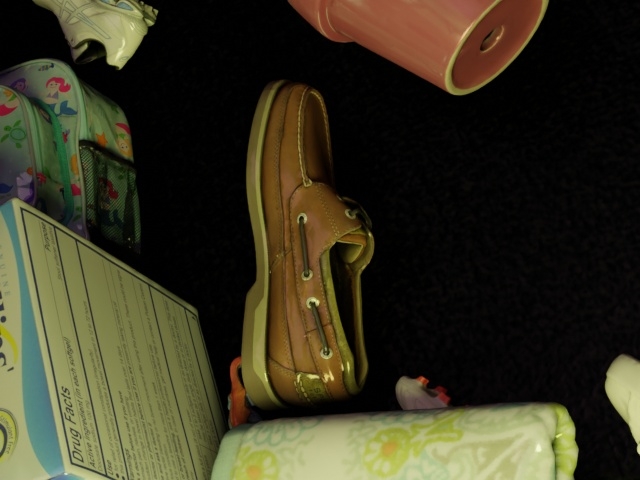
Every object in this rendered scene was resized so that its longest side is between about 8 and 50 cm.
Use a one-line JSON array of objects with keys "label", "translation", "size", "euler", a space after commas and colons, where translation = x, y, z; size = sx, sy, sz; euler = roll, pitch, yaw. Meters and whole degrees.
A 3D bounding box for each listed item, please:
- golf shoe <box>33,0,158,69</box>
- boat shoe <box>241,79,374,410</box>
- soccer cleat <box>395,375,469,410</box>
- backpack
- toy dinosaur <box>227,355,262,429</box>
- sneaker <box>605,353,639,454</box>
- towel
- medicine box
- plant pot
[{"label": "golf shoe", "translation": [-0.258, -0.233, 1.825], "size": [0.176, 0.069, 0.086], "euler": [21, 87, 38]}, {"label": "boat shoe", "translation": [0.000, 0.000, 1.535], "size": [0.104, 0.111, 0.307], "euler": [-7, 75, 26]}, {"label": "soccer cleat", "translation": [0.115, 0.185, 1.394], "size": [0.076, 0.068, 0.196], "euler": [-50, 55, 7]}, {"label": "backpack", "translation": [-0.299, -0.053, 1.698], "size": [0.225, 0.191, 0.253], "euler": [-20, 54, 25]}, {"label": "toy dinosaur", "translation": [-0.065, 0.145, 1.527], "size": [0.047, 0.090, 0.082], "euler": [-15, 92, 9]}, {"label": "sneaker", "translation": [0.275, 0.209, 1.253], "size": [0.123, 0.106, 0.290], "euler": [-41, 54, 7]}, {"label": "towel", "translation": [0.050, 0.318, 1.328], "size": [0.321, 0.090, 0.374], "euler": [-7, 75, 34]}, {"label": "medicine box", "translation": [-0.210, 0.150, 1.472], "size": [0.149, 0.289, 0.263], "euler": [-29, 56, 18]}, {"label": "plant pot", "translation": [0.097, -0.234, 1.530], "size": [0.180, 0.201, 0.201], "euler": [44, 95, 22]}]
